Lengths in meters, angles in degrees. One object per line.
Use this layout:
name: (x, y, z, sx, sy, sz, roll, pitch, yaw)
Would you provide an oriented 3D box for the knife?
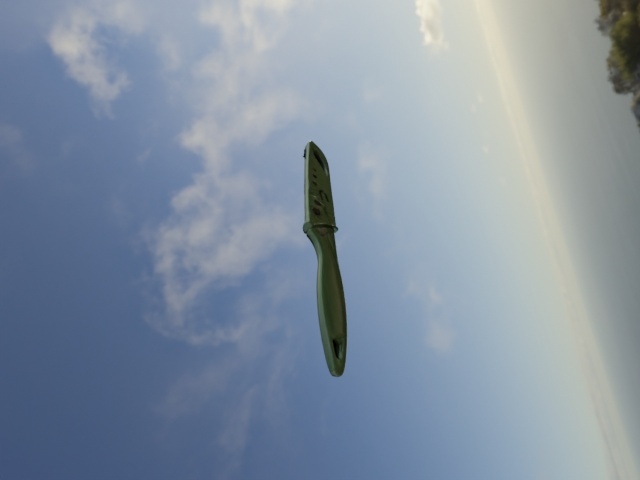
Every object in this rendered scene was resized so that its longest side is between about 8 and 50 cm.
knife: (0.001, -0.001, 0.552, 0.043, 0.020, 0.293, 29, -142, -30)
